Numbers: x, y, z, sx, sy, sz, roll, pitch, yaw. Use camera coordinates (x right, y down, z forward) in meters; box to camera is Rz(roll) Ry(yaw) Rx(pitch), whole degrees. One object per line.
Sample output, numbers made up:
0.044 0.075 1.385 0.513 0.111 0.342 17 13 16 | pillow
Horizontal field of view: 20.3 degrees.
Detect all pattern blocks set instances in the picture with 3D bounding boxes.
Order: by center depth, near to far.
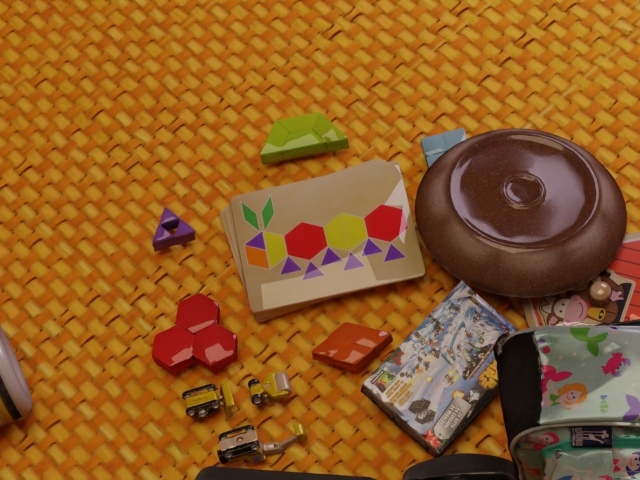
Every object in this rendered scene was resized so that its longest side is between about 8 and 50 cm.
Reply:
0.000 0.000 1.709 0.325 0.026 0.285 -6 58 5 | pattern blocks set

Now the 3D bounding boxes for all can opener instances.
0.030 0.231 1.548 0.280 0.074 0.093 0 24 8 | can opener

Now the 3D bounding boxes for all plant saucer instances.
0.187 -0.037 1.665 0.199 0.036 0.198 -1 53 1 | plant saucer

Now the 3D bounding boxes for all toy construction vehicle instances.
-0.068 0.163 1.621 0.098 0.035 0.086 -18 47 -5 | toy construction vehicle

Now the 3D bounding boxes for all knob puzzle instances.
0.275 0.067 1.622 0.213 0.030 0.213 -4 58 7 | knob puzzle

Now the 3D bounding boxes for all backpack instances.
0.281 0.158 1.449 0.253 0.225 0.191 -10 61 7 | backpack

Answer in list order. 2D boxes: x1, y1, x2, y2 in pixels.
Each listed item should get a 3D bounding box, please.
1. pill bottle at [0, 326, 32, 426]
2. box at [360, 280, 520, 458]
-0.364 0.147 1.633 0.184 0.103 0.103 -24 58 -6 | pill bottle
0.116 0.115 1.606 0.094 0.027 0.137 42 72 12 | box
